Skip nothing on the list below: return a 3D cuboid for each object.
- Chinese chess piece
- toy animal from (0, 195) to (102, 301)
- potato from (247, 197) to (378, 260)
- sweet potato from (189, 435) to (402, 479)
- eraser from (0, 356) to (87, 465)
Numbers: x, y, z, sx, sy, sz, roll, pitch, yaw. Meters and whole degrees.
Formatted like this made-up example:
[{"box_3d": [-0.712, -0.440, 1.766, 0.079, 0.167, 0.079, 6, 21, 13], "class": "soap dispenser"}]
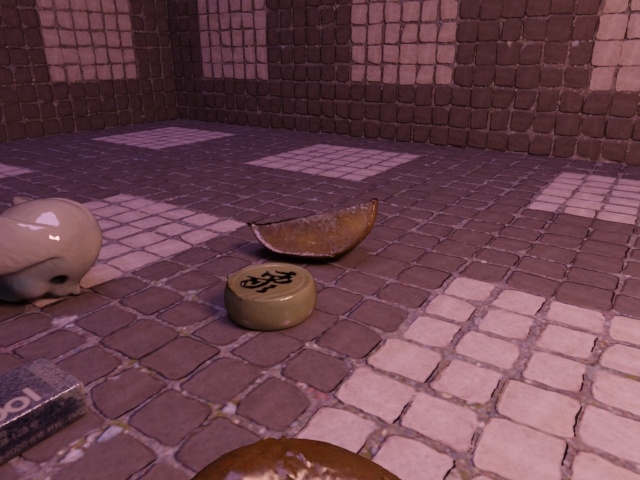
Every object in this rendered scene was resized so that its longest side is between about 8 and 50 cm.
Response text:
[{"box_3d": [-0.077, 0.083, 0.758, 0.144, 0.058, 0.144, -1, 21, 0], "class": "Chinese chess piece"}, {"box_3d": [-0.518, -0.001, 0.822, 0.290, 0.173, 0.249, -7, 23, -13], "class": "toy animal"}, {"box_3d": [-0.002, 0.002, 0.967, 0.262, 0.100, 0.120, -11, -20, 11], "class": "potato"}, {"box_3d": [-0.028, 0.213, 0.371, 0.311, 0.097, 0.124, -1, 42, -6], "class": "sweet potato"}, {"box_3d": [-0.356, 0.196, 0.484, 0.092, 0.046, 0.213, 14, 26, 34], "class": "eraser"}]
